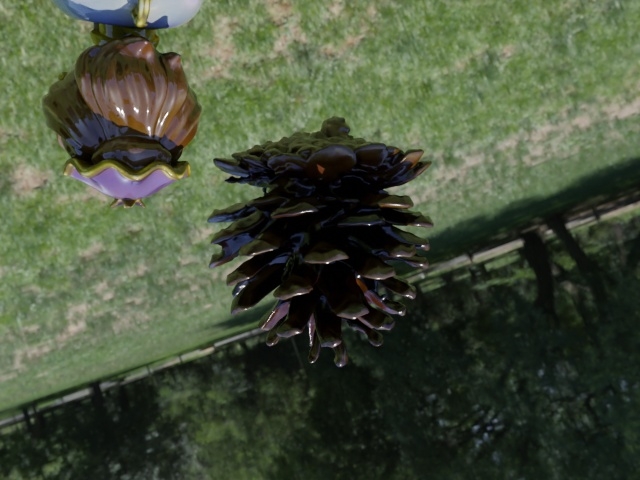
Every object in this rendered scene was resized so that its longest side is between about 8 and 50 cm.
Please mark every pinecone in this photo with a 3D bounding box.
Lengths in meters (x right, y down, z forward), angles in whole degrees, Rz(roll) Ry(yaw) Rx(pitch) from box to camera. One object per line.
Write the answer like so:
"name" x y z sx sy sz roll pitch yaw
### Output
"pinecone" -0.003 0.002 0.780 0.264 0.264 0.264 -20 172 -3

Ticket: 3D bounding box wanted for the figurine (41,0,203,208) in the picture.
"figurine" -0.173 -0.160 0.656 0.142 0.263 0.189 0 -163 -17
